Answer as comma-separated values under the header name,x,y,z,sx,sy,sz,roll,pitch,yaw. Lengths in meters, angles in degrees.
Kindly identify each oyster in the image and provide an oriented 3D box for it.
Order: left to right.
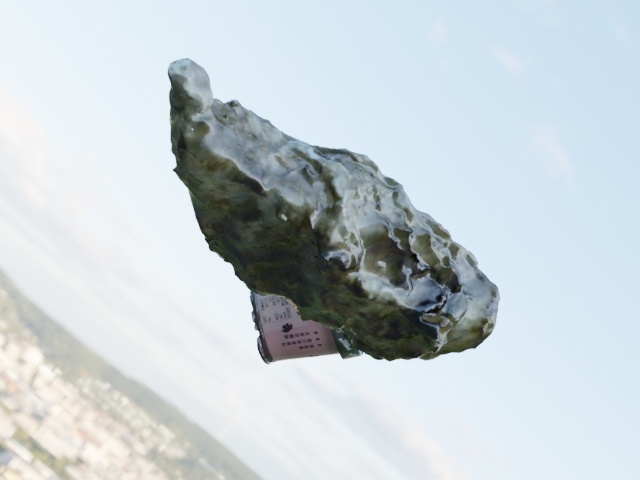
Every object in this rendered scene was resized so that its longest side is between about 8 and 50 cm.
name,x,y,z,sx,sy,sz,roll,pitch,yaw
oyster,-0.024,0.006,1.040,0.396,0.111,0.204,37,-52,-11

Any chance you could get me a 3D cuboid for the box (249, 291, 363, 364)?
name,x,y,z,sx,sy,sz,roll,pitch,yaw
box,-0.022,0.096,1.466,0.151,0.135,0.151,-12,90,-86
